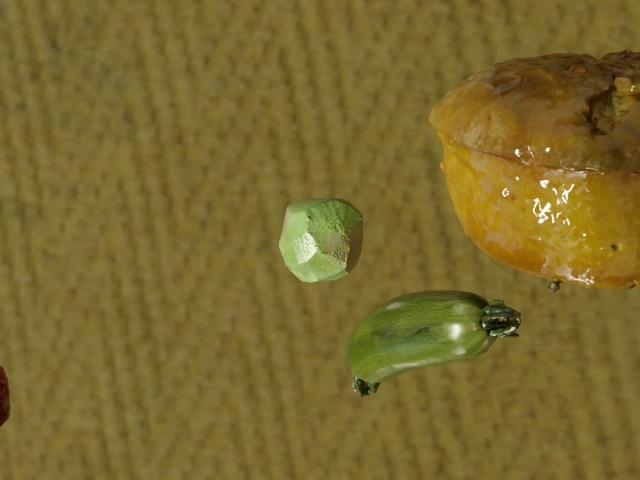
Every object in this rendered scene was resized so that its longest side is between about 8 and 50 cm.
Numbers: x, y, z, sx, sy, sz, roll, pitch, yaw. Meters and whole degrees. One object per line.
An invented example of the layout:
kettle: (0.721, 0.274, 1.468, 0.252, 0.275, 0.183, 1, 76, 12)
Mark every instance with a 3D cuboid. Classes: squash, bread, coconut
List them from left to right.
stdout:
coconut: (0.000, 0.000, 1.734, 0.081, 0.083, 0.082, -7, 58, 58)
squash: (0.084, 0.091, 1.694, 0.080, 0.071, 0.318, 61, 153, 1)
bread: (0.272, -0.056, 1.584, 0.340, 0.179, 0.194, -2, 120, -8)

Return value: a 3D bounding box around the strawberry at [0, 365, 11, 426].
strawberry: (-0.385, 0.149, 1.741, 0.121, 0.188, 0.082, 15, 112, 49)
